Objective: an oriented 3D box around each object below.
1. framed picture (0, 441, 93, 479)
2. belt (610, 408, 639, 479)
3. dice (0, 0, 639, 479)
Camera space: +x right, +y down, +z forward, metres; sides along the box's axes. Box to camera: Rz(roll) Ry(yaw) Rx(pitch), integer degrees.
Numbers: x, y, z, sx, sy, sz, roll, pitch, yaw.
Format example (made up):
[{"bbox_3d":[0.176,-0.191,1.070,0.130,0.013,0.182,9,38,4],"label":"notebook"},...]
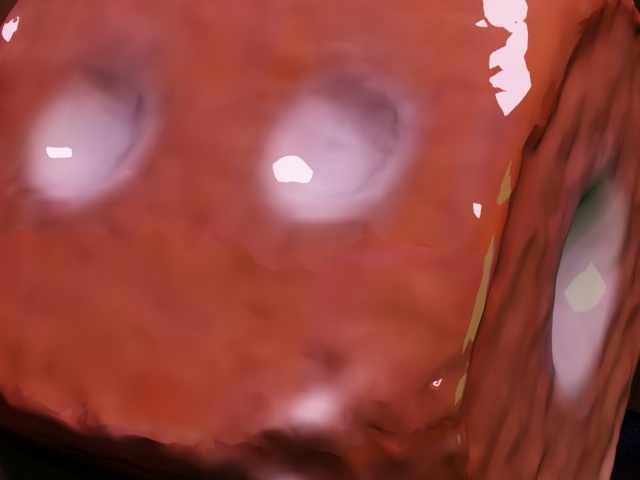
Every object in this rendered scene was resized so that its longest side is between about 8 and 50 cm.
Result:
[{"bbox_3d":[-0.063,0.146,0.448,0.128,0.023,0.168,48,22,-66],"label":"framed picture"},{"bbox_3d":[0.205,0.189,1.052,0.198,0.078,0.151,11,91,-66],"label":"belt"},{"bbox_3d":[0.000,0.000,0.484,0.174,0.179,0.175,42,64,-60],"label":"dice"}]
